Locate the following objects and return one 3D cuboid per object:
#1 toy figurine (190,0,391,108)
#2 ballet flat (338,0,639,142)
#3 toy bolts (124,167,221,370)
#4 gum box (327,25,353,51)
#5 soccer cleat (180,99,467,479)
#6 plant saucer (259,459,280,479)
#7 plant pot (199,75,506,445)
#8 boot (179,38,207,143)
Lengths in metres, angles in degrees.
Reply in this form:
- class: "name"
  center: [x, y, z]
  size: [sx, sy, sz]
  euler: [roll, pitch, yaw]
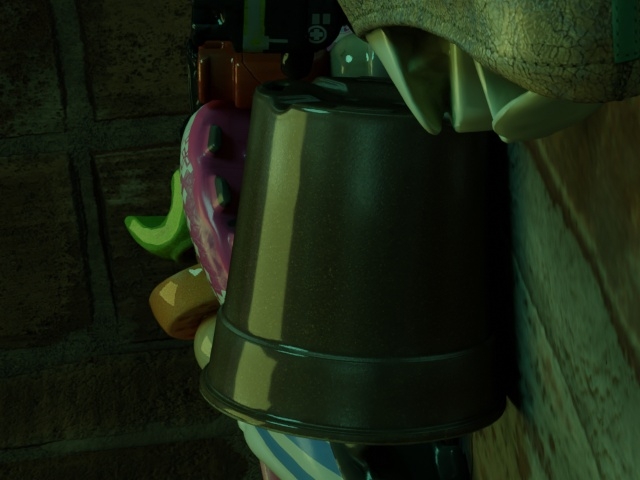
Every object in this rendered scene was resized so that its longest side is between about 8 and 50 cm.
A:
- class: "toy figurine"
  center: [-0.005, -0.190, 1.063]
  size: [0.213, 0.148, 0.209]
  euler: [100, 170, -78]
- class: "ballet flat"
  center: [0.060, -0.091, 0.645]
  size: [0.316, 0.108, 0.106]
  euler: [-123, 21, -82]
- class: "toy bolts"
  center: [0.000, 0.000, 1.256]
  size: [0.228, 0.218, 0.158]
  euler: [-41, 62, 43]
- class: "gum box"
  center: [-0.013, -0.133, 1.329]
  size: [0.188, 0.107, 0.062]
  euler: [100, 163, -72]
- class: "soccer cleat"
  center: [-0.026, 0.068, 1.122]
  size: [0.143, 0.116, 0.331]
  euler: [-41, 69, 49]
- class: "plant saucer"
  center: [0.010, 0.199, 1.405]
  size: [0.332, 0.084, 0.332]
  euler: [169, 90, -81]
- class: "plant pot"
  center: [0.023, 0.002, 0.892]
  size: [0.167, 0.167, 0.165]
  euler: [-116, 29, -75]
- class: "boot"
  center: [-0.090, -0.115, 1.348]
  size: [0.121, 0.045, 0.099]
  euler: [-128, 29, -66]
